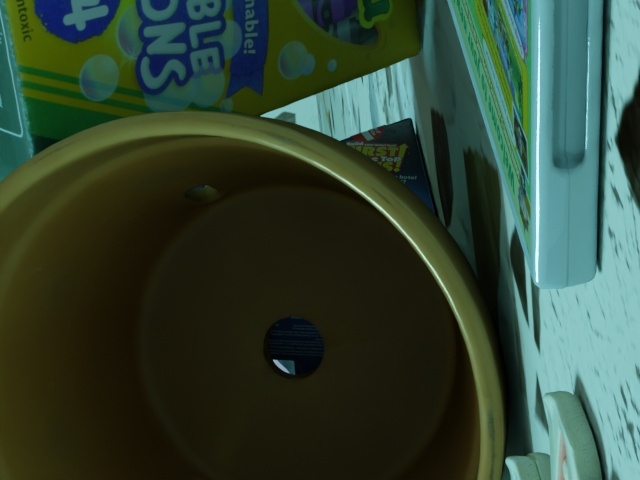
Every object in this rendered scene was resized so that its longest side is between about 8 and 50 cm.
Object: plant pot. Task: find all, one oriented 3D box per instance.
[{"bbox_3d":[-0.035,0.073,0.915,0.203,0.291,0.291,-26,-71,-74],"label":"plant pot"}]

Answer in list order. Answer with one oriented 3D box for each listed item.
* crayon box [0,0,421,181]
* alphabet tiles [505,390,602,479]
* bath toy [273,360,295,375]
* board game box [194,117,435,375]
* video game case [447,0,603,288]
[{"bbox_3d":[-0.056,-0.174,0.977,0.083,0.323,0.203,20,126,45],"label":"crayon box"},{"bbox_3d":[0.103,0.210,0.638,0.284,0.021,0.278,-99,3,-60],"label":"alphabet tiles"},{"bbox_3d":[-0.011,0.065,1.402,0.151,0.129,0.348,-49,-11,-29],"label":"bath toy"},{"bbox_3d":[0.000,0.000,1.113,0.194,0.194,0.060,-77,-14,-50],"label":"board game box"},{"bbox_3d":[0.060,-0.124,0.580,0.212,0.023,0.193,-100,3,-48],"label":"video game case"}]
